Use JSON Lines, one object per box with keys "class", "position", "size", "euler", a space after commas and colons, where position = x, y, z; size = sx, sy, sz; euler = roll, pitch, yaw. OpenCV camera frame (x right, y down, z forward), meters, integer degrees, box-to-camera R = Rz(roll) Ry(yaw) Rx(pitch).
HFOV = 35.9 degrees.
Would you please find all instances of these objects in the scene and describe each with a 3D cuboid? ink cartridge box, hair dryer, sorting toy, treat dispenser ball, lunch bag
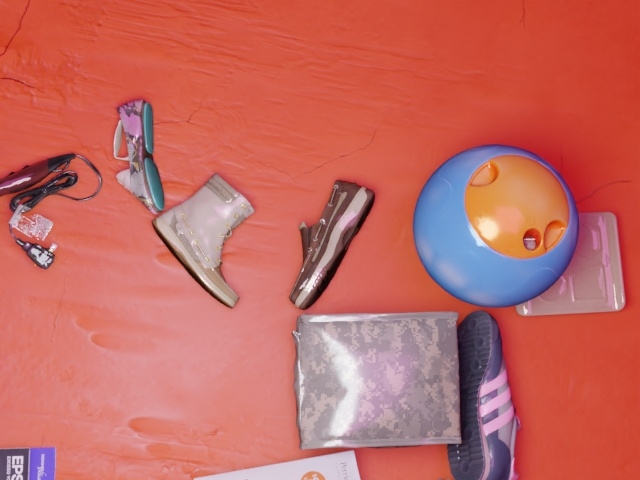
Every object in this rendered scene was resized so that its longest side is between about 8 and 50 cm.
{"class": "ink cartridge box", "position": [-0.531, 0.445, 1.625], "size": [0.208, 0.045, 0.206], "euler": [5, 79, -35]}
{"class": "hair dryer", "position": [-0.559, -0.088, 1.751], "size": [0.293, 0.080, 0.223], "euler": [27, 62, -9]}
{"class": "sorting toy", "position": [0.466, 0.044, 1.885], "size": [0.208, 0.038, 0.193], "euler": [-3, 81, -4]}
{"class": "treat dispenser ball", "position": [0.307, -0.025, 1.740], "size": [0.288, 0.288, 0.288], "euler": [1, 81, -8]}
{"class": "lunch bag", "position": [0.088, 0.244, 1.728], "size": [0.287, 0.169, 0.235], "euler": [1, 81, -13]}

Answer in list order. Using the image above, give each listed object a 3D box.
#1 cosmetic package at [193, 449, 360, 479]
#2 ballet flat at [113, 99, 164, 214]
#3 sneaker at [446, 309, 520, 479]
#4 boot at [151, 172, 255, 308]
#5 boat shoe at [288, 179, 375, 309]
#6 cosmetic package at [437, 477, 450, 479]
{"class": "cosmetic package", "position": [-0.044, 0.560, 1.634], "size": [0.284, 0.097, 0.377], "euler": [-7, 62, -12]}
{"class": "ballet flat", "position": [-0.332, -0.146, 1.786], "size": [0.079, 0.077, 0.221], "euler": [-12, 77, 9]}
{"class": "sneaker", "position": [0.305, 0.291, 1.800], "size": [0.131, 0.112, 0.319], "euler": [17, 71, -35]}
{"class": "boot", "position": [-0.177, 0.000, 1.777], "size": [0.165, 0.077, 0.213], "euler": [-40, 85, -14]}
{"class": "boat shoe", "position": [0.000, 0.003, 1.802], "size": [0.095, 0.095, 0.257], "euler": [28, 71, 11]}
{"class": "cosmetic package", "position": [0.283, 0.530, 1.730], "size": [0.238, 0.127, 0.107], "euler": [38, 77, 1]}
